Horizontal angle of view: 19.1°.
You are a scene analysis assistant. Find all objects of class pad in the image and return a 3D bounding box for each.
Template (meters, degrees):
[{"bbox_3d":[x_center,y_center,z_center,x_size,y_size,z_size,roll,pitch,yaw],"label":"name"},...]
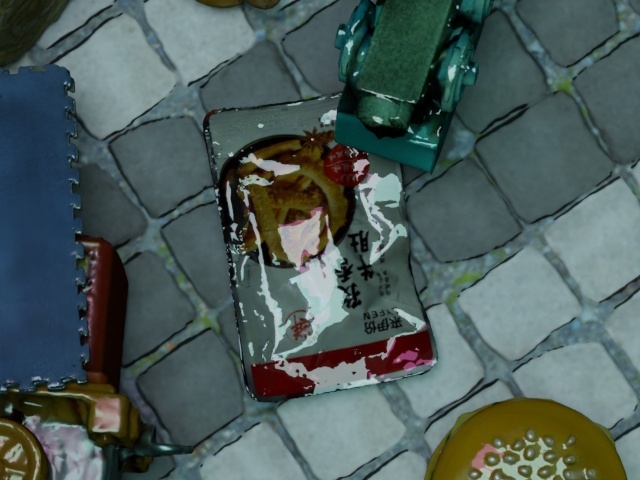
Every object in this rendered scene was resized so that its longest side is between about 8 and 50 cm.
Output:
[{"bbox_3d":[-0.306,-0.007,1.390,0.269,0.012,0.270,-2,66,-6],"label":"pad"}]

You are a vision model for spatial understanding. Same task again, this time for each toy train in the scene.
[{"bbox_3d":[0.074,-0.150,1.441,0.107,0.154,0.198,17,68,6],"label":"toy train"},{"bbox_3d":[-0.275,0.107,1.437,0.369,0.163,0.232,5,71,3],"label":"toy train"}]

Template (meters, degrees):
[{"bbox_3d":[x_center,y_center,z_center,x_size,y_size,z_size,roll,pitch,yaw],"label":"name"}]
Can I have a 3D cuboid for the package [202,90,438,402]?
[{"bbox_3d":[0.000,0.000,1.495,0.154,0.030,0.239,-9,80,-2],"label":"package"}]

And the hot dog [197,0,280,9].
[{"bbox_3d":[-0.085,-0.235,1.516,0.089,0.060,0.140,-30,86,4],"label":"hot dog"}]

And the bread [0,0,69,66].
[{"bbox_3d":[-0.276,-0.217,1.479,0.141,0.148,0.134,37,83,7],"label":"bread"}]

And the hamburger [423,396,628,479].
[{"bbox_3d":[0.153,0.193,1.420,0.162,0.115,0.162,0,84,3],"label":"hamburger"}]
